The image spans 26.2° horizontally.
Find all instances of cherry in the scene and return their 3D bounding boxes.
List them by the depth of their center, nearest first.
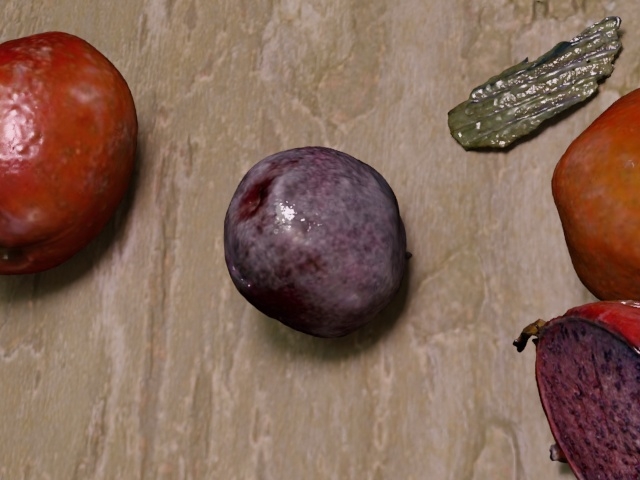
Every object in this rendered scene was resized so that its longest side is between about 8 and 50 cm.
[{"bbox_3d":[-0.006,-0.005,1.358,0.195,0.195,0.195,-13,58,22],"label":"cherry"}]

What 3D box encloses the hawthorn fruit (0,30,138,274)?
[{"bbox_3d":[-0.343,-0.097,1.562,0.284,0.284,0.284,-13,58,22],"label":"hawthorn fruit"}]

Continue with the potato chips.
[{"bbox_3d":[0.226,-0.153,1.415,0.207,0.028,0.092,-26,55,16],"label":"potato chips"}]

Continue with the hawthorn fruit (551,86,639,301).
[{"bbox_3d":[0.329,-0.030,1.155,0.262,0.210,0.210,2,62,56],"label":"hawthorn fruit"}]

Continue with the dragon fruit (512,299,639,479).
[{"bbox_3d":[0.294,0.133,1.135,0.148,0.218,0.224,-24,7,-21],"label":"dragon fruit"}]
